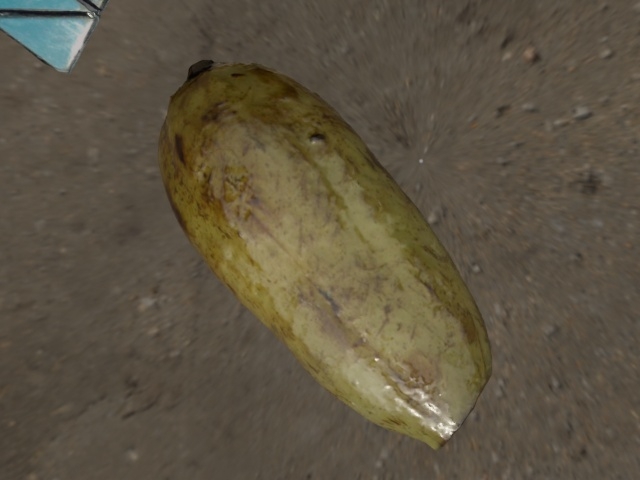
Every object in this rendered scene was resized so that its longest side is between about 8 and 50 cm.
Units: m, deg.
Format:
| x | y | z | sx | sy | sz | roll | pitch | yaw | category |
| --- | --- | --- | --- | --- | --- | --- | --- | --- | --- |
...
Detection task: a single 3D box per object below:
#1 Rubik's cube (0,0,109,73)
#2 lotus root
| x | y | z | sx | sy | sz | roll | pitch | yaw | category |
| --- | --- | --- | --- | --- | --- | --- | --- | --- | --- |
| -0.231 | -0.286 | 1.191 | 0.228 | 0.233 | 0.229 | -42 | 87 | 11 | Rubik's cube |
| 0.000 | 0.000 | 0.852 | 0.110 | 0.097 | 0.258 | -44 | 78 | 14 | lotus root |
